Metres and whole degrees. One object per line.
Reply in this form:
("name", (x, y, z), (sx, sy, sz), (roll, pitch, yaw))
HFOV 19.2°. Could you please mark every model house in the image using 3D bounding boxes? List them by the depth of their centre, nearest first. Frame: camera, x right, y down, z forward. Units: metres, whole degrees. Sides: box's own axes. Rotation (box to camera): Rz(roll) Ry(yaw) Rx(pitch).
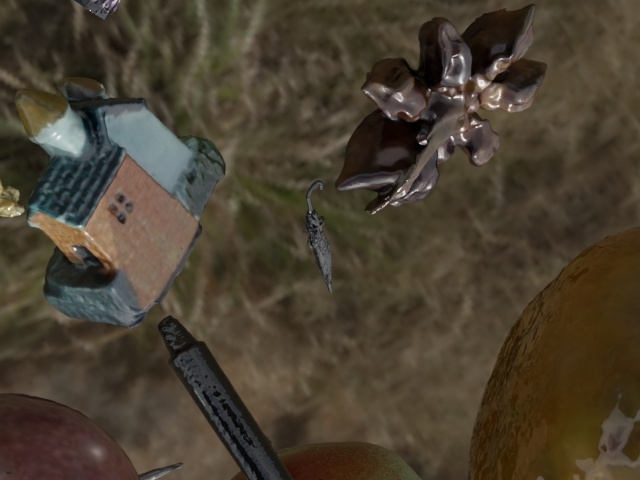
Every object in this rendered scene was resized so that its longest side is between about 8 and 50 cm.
("model house", (-0.272, -0.083, 2.177), (0.291, 0.184, 0.253), (53, 56, -39))

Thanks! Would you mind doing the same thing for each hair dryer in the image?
("hair dryer", (-0.069, 0.170, 1.482), (0.114, 0.248, 0.070), (-32, 172, -20))

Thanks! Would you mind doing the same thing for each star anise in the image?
("star anise", (0.074, -0.083, 1.139), (0.168, 0.057, 0.168), (-38, 153, -23))

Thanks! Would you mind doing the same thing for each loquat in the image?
("loquat", (0.145, 0.078, 0.660), (0.187, 0.176, 0.234), (-25, 157, -15))

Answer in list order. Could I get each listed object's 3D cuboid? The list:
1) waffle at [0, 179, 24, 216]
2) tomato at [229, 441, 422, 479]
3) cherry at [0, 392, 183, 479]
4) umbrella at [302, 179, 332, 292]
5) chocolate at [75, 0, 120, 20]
("waffle", (-0.329, -0.082, 1.578), (0.125, 0.032, 0.191), (1, 146, 9))
("tomato", (0.019, 0.366, 2.156), (0.239, 0.303, 0.303), (-38, 149, -29))
("cherry", (-0.212, 0.203, 1.204), (0.285, 0.213, 0.236), (-30, 161, -24))
("umbrella", (-0.002, 0.002, 1.281), (0.022, 0.013, 0.122), (-45, 150, -26))
("chocolate", (-0.157, -0.248, 1.476), (0.070, 0.072, 0.147), (23, 94, -57))
